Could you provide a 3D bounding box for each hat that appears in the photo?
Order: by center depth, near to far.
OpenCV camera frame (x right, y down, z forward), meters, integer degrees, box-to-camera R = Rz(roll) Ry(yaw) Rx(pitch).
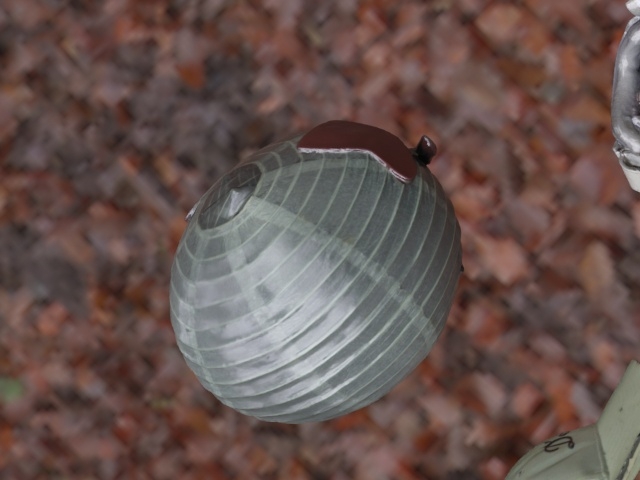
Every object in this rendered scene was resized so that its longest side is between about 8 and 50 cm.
[{"bbox_3d":[0.146,0.142,1.127,0.081,0.166,0.122,26,173,11],"label":"hat"}]

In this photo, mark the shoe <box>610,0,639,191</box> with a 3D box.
[{"bbox_3d":[0.204,-0.059,1.048,0.089,0.092,0.180,-9,92,33],"label":"shoe"}]

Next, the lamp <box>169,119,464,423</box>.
[{"bbox_3d":[-0.005,0.023,1.633,0.265,0.233,0.233,-31,106,18],"label":"lamp"}]
